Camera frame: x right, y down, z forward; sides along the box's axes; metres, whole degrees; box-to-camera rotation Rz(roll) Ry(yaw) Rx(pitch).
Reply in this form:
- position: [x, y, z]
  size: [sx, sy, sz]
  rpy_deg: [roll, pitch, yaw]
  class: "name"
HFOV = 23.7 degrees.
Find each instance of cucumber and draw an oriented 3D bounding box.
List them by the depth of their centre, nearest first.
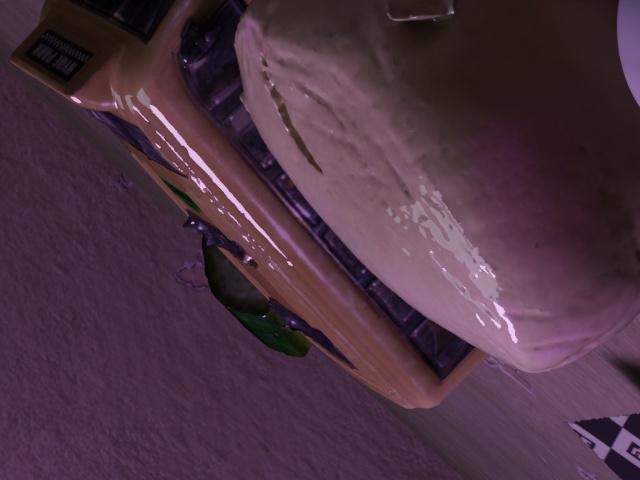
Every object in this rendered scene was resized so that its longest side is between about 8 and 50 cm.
- position: [-0.006, -0.004, 1.331]
  size: [0.191, 0.191, 0.130]
  rpy_deg: [32, 167, 45]
  class: "cucumber"

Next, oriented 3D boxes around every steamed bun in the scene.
- position: [0.076, -0.065, 0.714]
  size: [0.238, 0.170, 0.152]
  rpy_deg: [46, 163, 13]
  class: "steamed bun"

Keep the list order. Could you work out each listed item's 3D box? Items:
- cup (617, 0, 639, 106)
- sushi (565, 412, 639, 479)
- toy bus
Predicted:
- position: [0.165, -0.079, 0.489]
  size: [0.136, 0.099, 0.133]
  rpy_deg: [46, 171, -32]
  class: "cup"
- position: [0.367, 0.217, 1.218]
  size: [0.290, 0.050, 0.264]
  rpy_deg: [45, 158, -8]
  class: "sushi"
- position: [-0.004, -0.068, 0.927]
  size: [0.177, 0.202, 0.365]
  rpy_deg: [32, 167, 52]
  class: "toy bus"
